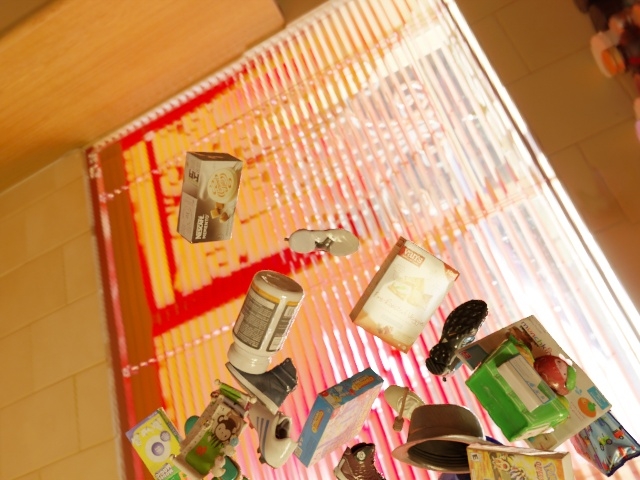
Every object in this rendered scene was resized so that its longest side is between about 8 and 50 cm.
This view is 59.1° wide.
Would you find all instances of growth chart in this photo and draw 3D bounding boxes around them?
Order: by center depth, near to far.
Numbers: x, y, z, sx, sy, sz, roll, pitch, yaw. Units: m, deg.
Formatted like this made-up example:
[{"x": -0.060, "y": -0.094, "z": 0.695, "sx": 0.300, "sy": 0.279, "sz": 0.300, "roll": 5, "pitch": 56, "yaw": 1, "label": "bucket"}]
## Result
[{"x": -0.247, "y": 0.446, "z": 1.320, "sx": 0.237, "sy": 0.172, "sz": 0.021, "roll": -58, "pitch": -44, "yaw": -31, "label": "growth chart"}]

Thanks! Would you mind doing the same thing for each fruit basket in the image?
[{"x": 0.577, "y": 0.363, "z": 1.499, "sx": 0.327, "sy": 0.353, "sz": 0.165, "roll": 55, "pitch": 146, "yaw": 28, "label": "fruit basket"}]

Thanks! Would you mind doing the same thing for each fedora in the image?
[{"x": 0.317, "y": 0.498, "z": 1.448, "sx": 0.276, "sy": 0.243, "sz": 0.124, "roll": 20, "pitch": -133, "yaw": -18, "label": "fedora"}]

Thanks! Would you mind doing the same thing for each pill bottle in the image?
[{"x": -0.168, "y": 0.242, "z": 1.671, "sx": 0.162, "sy": 0.278, "sz": 0.162, "roll": 23, "pitch": -166, "yaw": -6, "label": "pill bottle"}]

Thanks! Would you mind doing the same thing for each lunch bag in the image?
[{"x": 0.773, "y": 0.511, "z": 1.680, "sx": 0.293, "sy": 0.138, "sz": 0.221, "roll": 55, "pitch": 180, "yaw": 5, "label": "lunch bag"}]

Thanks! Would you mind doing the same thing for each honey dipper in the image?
[{"x": 0.230, "y": 0.473, "z": 1.586, "sx": 0.030, "sy": 0.031, "sz": 0.160, "roll": -91, "pitch": 7, "yaw": -59, "label": "honey dipper"}]

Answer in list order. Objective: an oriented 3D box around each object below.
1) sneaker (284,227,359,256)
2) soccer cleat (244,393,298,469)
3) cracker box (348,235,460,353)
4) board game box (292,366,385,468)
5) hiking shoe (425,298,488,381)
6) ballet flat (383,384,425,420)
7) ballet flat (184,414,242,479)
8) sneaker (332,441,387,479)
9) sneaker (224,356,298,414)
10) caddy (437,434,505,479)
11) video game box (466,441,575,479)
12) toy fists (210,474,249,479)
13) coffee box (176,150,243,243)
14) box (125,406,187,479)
[{"x": 0.000, "y": 0.000, "z": 2.071, "sx": 0.153, "sy": 0.269, "sz": 0.101, "roll": -166, "pitch": 80, "yaw": -71, "label": "sneaker"}, {"x": -0.163, "y": 0.607, "z": 1.888, "sx": 0.116, "sy": 0.143, "sz": 0.331, "roll": 38, "pitch": -173, "yaw": -34, "label": "soccer cleat"}, {"x": 0.195, "y": 0.127, "z": 1.321, "sx": 0.156, "sy": 0.232, "sz": 0.067, "roll": 31, "pitch": -175, "yaw": -11, "label": "cracker box"}, {"x": 0.069, "y": 0.648, "z": 2.083, "sx": 0.086, "sy": 0.308, "sz": 0.302, "roll": 38, "pitch": -148, "yaw": 31, "label": "board game box"}, {"x": 0.472, "y": 0.334, "z": 1.927, "sx": 0.113, "sy": 0.304, "sz": 0.132, "roll": 36, "pitch": 179, "yaw": 41, "label": "hiking shoe"}, {"x": 0.310, "y": 0.544, "z": 1.778, "sx": 0.248, "sy": 0.086, "sz": 0.086, "roll": 37, "pitch": -163, "yaw": -2, "label": "ballet flat"}, {"x": -0.294, "y": 0.580, "z": 1.542, "sx": 0.232, "sy": 0.080, "sz": 0.073, "roll": 43, "pitch": 163, "yaw": 30, "label": "ballet flat"}, {"x": 0.196, "y": 0.821, "z": 2.026, "sx": 0.281, "sy": 0.162, "sz": 0.106, "roll": 26, "pitch": 168, "yaw": -13, "label": "sneaker"}, {"x": -0.172, "y": 0.408, "z": 1.749, "sx": 0.226, "sy": 0.163, "sz": 0.086, "roll": 34, "pitch": 157, "yaw": 22, "label": "sneaker"}, {"x": 0.581, "y": 0.841, "z": 2.008, "sx": 0.341, "sy": 0.179, "sz": 0.241, "roll": -15, "pitch": -129, "yaw": -46, "label": "caddy"}, {"x": 0.375, "y": 0.486, "z": 1.036, "sx": 0.048, "sy": 0.187, "sz": 0.205, "roll": -3, "pitch": -96, "yaw": -50, "label": "video game box"}, {"x": -0.246, "y": 0.846, "z": 1.792, "sx": 0.279, "sy": 0.142, "sz": 0.096, "roll": 51, "pitch": 165, "yaw": -5, "label": "toy fists"}, {"x": -0.322, "y": -0.125, "z": 1.630, "sx": 0.141, "sy": 0.246, "sz": 0.098, "roll": -5, "pitch": -154, "yaw": -42, "label": "coffee box"}, {"x": -0.394, "y": 0.524, "z": 1.413, "sx": 0.179, "sy": 0.105, "sz": 0.043, "roll": 53, "pitch": -178, "yaw": 5, "label": "box"}]
